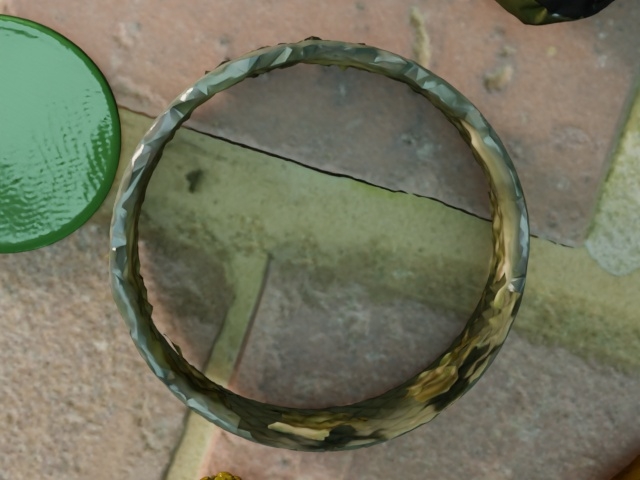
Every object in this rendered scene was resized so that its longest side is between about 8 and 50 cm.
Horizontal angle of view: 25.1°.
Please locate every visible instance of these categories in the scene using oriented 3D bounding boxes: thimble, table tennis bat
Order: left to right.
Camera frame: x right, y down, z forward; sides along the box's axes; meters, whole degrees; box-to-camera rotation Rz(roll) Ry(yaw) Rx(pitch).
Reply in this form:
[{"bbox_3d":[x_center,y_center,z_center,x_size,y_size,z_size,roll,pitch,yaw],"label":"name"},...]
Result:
[{"bbox_3d":[-0.255,-0.092,0.961,0.257,0.039,0.160,28,94,-19],"label":"table tennis bat"},{"bbox_3d":[0.000,0.000,0.941,0.270,0.150,0.271,0,96,-3],"label":"thimble"}]

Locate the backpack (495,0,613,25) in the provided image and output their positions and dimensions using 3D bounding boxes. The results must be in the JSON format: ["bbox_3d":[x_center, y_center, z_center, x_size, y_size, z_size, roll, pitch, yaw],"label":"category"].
[{"bbox_3d":[0.174,-0.275,0.927,0.207,0.140,0.253,43,96,-10],"label":"backpack"}]

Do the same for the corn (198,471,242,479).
[{"bbox_3d":[-0.018,0.244,1.007,0.207,0.068,0.068,44,92,-7],"label":"corn"}]

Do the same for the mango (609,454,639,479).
[{"bbox_3d":[0.221,0.287,0.933,0.187,0.144,0.359,15,57,18],"label":"mango"}]
